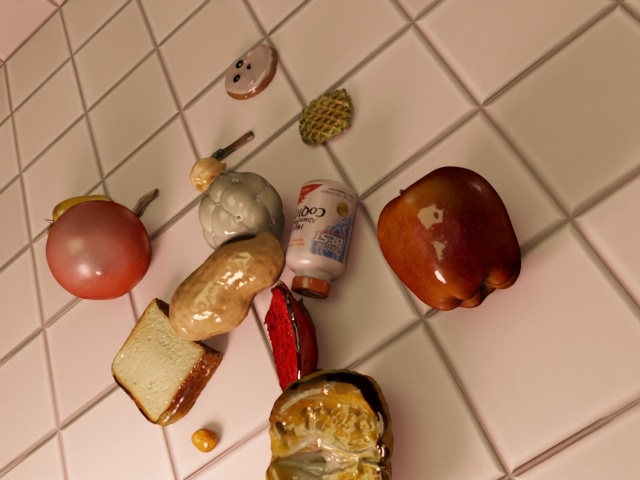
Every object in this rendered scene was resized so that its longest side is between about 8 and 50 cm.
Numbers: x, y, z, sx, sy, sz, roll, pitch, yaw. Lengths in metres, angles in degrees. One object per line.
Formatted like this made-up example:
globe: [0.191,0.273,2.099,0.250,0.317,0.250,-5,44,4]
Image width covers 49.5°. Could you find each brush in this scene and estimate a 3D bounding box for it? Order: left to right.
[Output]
brush: [-0.295,-0.295,2.214,0.190,0.027,0.034,-29,57,19]

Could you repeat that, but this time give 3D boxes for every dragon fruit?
dragon fruit: [-0.056,0.257,1.700,0.100,0.282,0.343,-6,56,-14]

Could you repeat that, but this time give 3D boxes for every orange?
orange: [0.024,0.469,1.506,0.271,0.210,0.368,0,68,10]

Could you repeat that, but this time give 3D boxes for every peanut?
peanut: [-0.246,0.126,1.823,0.387,0.169,0.192,-43,54,16]

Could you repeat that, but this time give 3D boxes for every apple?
apple: [0.283,-0.008,1.522,0.288,0.288,0.316,-35,66,16]

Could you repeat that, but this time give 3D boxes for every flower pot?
flower pot: [-0.216,-0.064,1.916,0.246,0.246,0.195,-25,57,23]

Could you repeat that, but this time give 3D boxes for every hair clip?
hair clip: [-0.627,-0.095,2.346,0.226,0.034,0.072,-53,49,1]

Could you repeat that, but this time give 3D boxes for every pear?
pear: [-0.847,-0.062,2.394,0.267,0.178,0.266,-12,64,26]

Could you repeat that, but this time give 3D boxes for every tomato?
tomato: [-0.686,0.036,2.142,0.322,0.321,0.321,-15,61,29]

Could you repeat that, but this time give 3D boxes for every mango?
mango: [-0.309,0.525,1.823,0.089,0.046,0.060,-2,68,39]

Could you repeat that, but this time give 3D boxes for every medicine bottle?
medicine bottle: [0.000,0.000,1.785,0.157,0.157,0.288,-1,68,34]

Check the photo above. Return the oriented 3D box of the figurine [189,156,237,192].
figurine: [-0.309,-0.188,2.141,0.196,0.108,0.114,20,91,21]

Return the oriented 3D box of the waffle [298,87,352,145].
waffle: [0.014,-0.360,2.026,0.184,0.036,0.169,-18,57,25]

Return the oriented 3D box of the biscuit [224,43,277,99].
biscuit: [-0.236,-0.554,2.284,0.208,0.049,0.181,-21,57,24]

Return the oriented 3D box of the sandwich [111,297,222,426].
sandwich: [-0.444,0.353,1.966,0.301,0.099,0.271,35,94,37]
